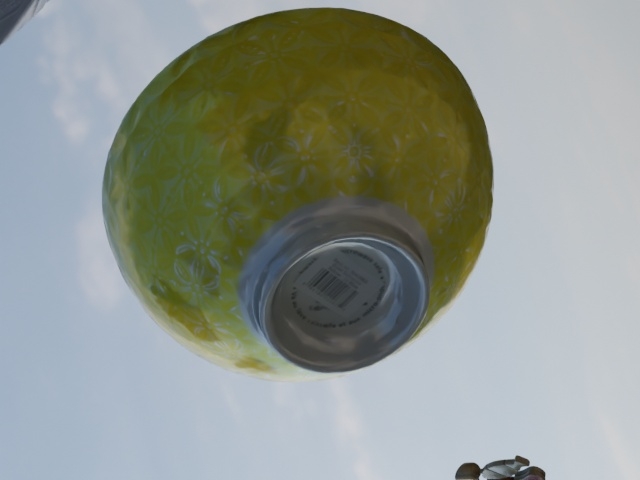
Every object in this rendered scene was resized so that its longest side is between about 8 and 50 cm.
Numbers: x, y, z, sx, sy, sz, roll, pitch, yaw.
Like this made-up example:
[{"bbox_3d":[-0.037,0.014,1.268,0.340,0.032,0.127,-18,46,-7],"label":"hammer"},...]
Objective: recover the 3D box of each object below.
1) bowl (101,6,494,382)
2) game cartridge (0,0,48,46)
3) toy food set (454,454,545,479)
[{"bbox_3d":[0.000,0.000,0.992,0.289,0.289,0.156,51,-170,-34],"label":"bowl"},{"bbox_3d":[-0.124,-0.162,0.581,0.060,0.196,0.294,26,-158,-2],"label":"game cartridge"},{"bbox_3d":[0.183,0.242,1.463,0.078,0.122,0.019,30,-126,-30],"label":"toy food set"}]
